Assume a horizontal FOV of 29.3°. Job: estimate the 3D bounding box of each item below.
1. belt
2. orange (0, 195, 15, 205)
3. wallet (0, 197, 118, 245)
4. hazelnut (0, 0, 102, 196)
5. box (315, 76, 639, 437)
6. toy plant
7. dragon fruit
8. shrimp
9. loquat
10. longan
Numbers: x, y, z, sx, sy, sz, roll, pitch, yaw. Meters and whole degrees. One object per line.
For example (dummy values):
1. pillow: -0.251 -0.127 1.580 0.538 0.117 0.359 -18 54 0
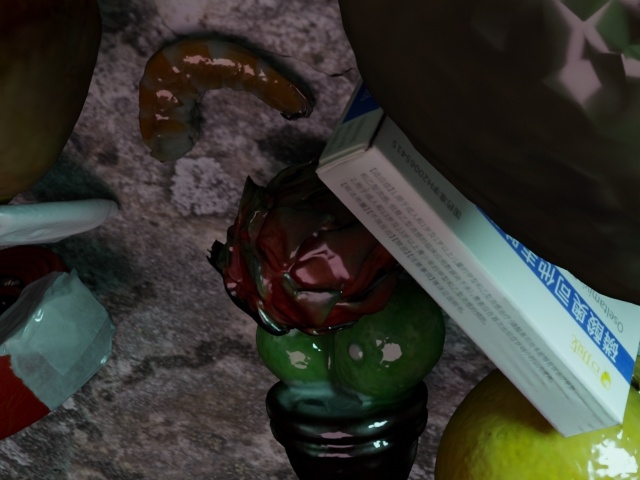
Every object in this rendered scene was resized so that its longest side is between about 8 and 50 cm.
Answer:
1. belt: -0.375 0.123 1.389 0.323 0.227 0.115 -13 129 35
2. orange: -0.375 -0.089 1.245 0.159 0.136 0.159 11 138 10
3. wallet: -0.308 -0.015 1.278 0.124 0.183 0.032 -18 84 35
4. hazelnut: -0.361 -0.190 1.024 0.372 0.315 0.372 26 130 37
5. box: 0.156 -0.016 1.038 0.065 0.200 0.343 -23 120 41
6. toy plant: 0.033 0.151 1.295 0.218 0.175 0.235 2 108 30
7. dragon fruit: -0.005 0.006 1.154 0.182 0.182 0.189 27 139 -3
8. shrimp: -0.091 -0.123 1.160 0.166 0.049 0.161 14 136 0
9. loquat: 0.257 0.226 1.182 0.274 0.275 0.275 12 136 12
10. longan: 0.210 -0.172 0.722 0.404 0.404 0.436 -6 153 28
